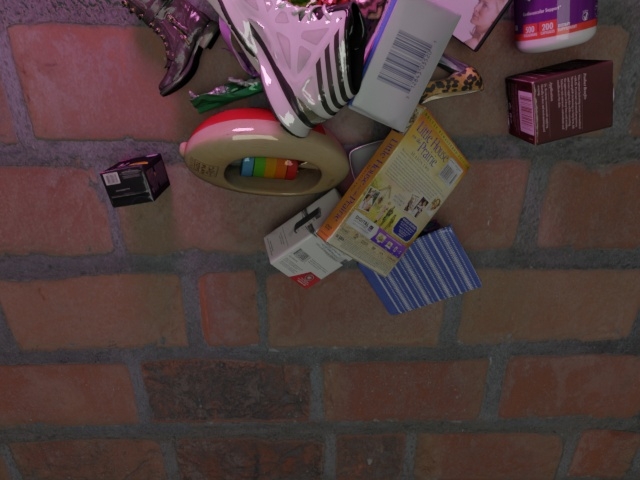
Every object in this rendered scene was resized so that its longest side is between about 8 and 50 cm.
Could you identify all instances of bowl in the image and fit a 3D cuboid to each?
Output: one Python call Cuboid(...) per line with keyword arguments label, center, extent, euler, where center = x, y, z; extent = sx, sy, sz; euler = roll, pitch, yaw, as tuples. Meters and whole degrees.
Cuboid(label="bowl", center=(0.160, -0.224, 1.277), extent=(0.142, 0.053, 0.142), euler=(-16, 113, 5))

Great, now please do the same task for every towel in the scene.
Cuboid(label="towel", center=(0.312, 0.104, 1.389), extent=(0.336, 0.040, 0.243), euler=(-24, 111, 28))

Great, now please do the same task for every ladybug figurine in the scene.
Cuboid(label="ladybug figurine", center=(-0.141, -0.239, 1.158), extent=(0.449, 0.162, 0.305), euler=(4, 158, -20))

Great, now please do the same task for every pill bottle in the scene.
Cuboid(label="pill bottle", center=(0.557, -0.632, 1.033), extent=(0.181, 0.181, 0.323), euler=(-13, 114, 4))

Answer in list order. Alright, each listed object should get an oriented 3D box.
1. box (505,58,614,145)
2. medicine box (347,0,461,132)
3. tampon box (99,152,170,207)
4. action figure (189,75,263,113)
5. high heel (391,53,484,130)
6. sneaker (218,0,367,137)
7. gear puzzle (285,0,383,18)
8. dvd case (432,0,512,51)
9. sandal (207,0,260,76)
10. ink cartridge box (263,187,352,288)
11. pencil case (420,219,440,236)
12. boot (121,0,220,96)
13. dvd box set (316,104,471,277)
Cuboid(label="box", center=(0.631, -0.373, 1.159), extent=(0.203, 0.167, 0.169), euler=(-13, 113, 4))
Cuboid(label="medicine box", center=(0.172, -0.436, 1.052), extent=(0.149, 0.289, 0.264), euler=(20, 112, -11))
Cuboid(label="tampon box", center=(-0.518, -0.173, 1.225), extent=(0.120, 0.161, 0.101), euler=(-10, 114, 2))
Cuboid(label="action figure", center=(-0.230, -0.405, 1.165), extent=(0.232, 0.137, 0.064), euler=(-16, 101, -3))
Cuboid(label="high heel", center=(0.320, -0.370, 1.189), extent=(0.186, 0.093, 0.261), euler=(27, 102, -6))
Cuboid(label="sneaker", center=(-0.044, -0.481, 0.947), extent=(0.257, 0.169, 0.448), euler=(-26, 90, 28))
Cuboid(label="gear puzzle", center=(-0.006, -0.603, 1.007), extent=(0.338, 0.044, 0.176), euler=(12, 86, 23))
Cuboid(label="dvd case", center=(0.380, -0.615, 1.035), extent=(0.180, 0.022, 0.253), euler=(41, 134, 9))
Cuboid(label="sandal", center=(-0.209, -0.523, 1.086), extent=(0.102, 0.169, 0.416), euler=(-25, 110, 30))
Cuboid(label="ink cartridge box", center=(0.000, 0.000, 1.303), extent=(0.272, 0.114, 0.197), euler=(-33, 138, 14))
Cuboid(label="pencil case", center=(0.359, 0.016, 1.383), extent=(0.070, 0.064, 0.152), euler=(-29, 117, -30))
Cuboid(label="boot", center=(-0.407, -0.536, 1.112), extent=(0.229, 0.091, 0.263), euler=(37, 98, -15))
Cuboid(label="dvd box set", center=(0.214, -0.119, 1.202), extent=(0.307, 0.062, 0.420), euler=(29, 100, -45))
